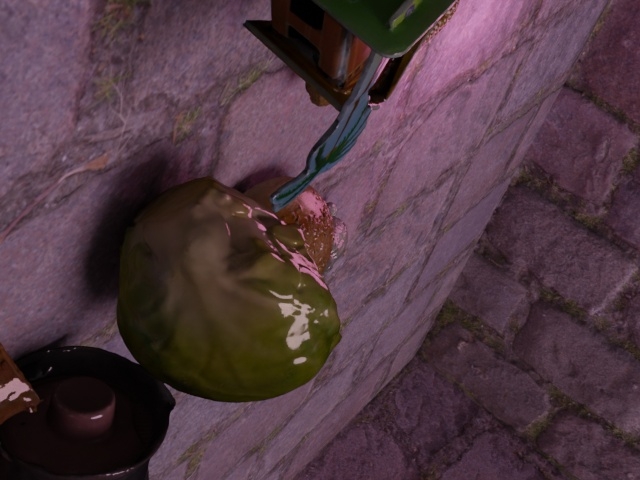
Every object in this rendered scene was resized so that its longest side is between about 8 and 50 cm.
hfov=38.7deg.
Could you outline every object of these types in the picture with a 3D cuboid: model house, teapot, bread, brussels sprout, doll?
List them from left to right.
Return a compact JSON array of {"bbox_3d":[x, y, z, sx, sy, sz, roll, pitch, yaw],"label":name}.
[{"bbox_3d":[-0.386,0.345,1.246,0.375,0.305,0.362,-1,124,-32],"label":"teapot"},{"bbox_3d":[-0.127,0.068,1.249,0.268,0.344,0.344,-76,-172,-52],"label":"brussels sprout"},{"bbox_3d":[-0.086,0.033,1.530,0.305,0.158,0.306,-46,161,-21],"label":"bread"},{"bbox_3d":[-0.031,-0.237,0.966,0.340,0.300,0.324,-47,172,-14],"label":"model house"},{"bbox_3d":[0.000,0.000,1.742,0.214,0.103,0.072,-81,151,-54],"label":"doll"}]

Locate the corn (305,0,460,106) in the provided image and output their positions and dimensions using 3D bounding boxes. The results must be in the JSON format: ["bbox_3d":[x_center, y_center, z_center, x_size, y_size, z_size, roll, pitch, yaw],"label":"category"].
[{"bbox_3d":[0.096,-0.318,1.372,0.322,0.119,0.119,-40,160,-21],"label":"corn"}]

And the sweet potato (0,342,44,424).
[{"bbox_3d":[-0.474,0.240,1.002,0.336,0.131,0.131,-43,161,-25],"label":"sweet potato"}]
